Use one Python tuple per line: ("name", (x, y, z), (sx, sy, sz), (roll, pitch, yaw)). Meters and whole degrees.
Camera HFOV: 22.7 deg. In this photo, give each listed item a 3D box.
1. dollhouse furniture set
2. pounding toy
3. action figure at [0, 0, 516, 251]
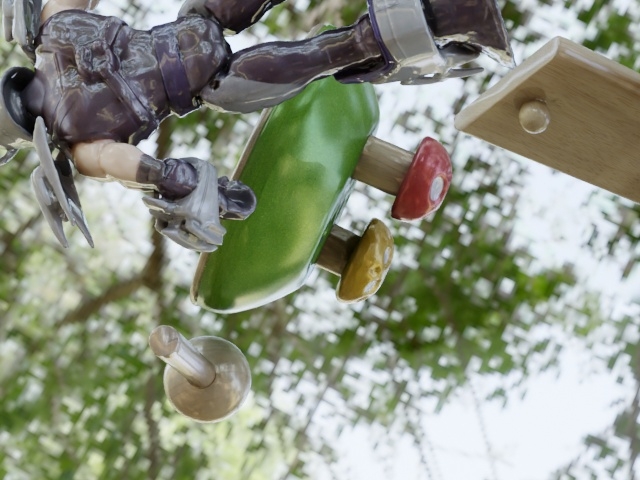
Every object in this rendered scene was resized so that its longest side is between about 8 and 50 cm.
("dollhouse furniture set", (0.148, -0.002, 0.550), (0.123, 0.151, 0.144), (19, -40, -33))
("pounding toy", (0.000, 0.000, 0.927), (0.110, 0.237, 0.183), (25, -16, 3))
("action figure", (-0.052, -0.094, 0.809), (0.285, 0.185, 0.099), (-19, -11, 9))
